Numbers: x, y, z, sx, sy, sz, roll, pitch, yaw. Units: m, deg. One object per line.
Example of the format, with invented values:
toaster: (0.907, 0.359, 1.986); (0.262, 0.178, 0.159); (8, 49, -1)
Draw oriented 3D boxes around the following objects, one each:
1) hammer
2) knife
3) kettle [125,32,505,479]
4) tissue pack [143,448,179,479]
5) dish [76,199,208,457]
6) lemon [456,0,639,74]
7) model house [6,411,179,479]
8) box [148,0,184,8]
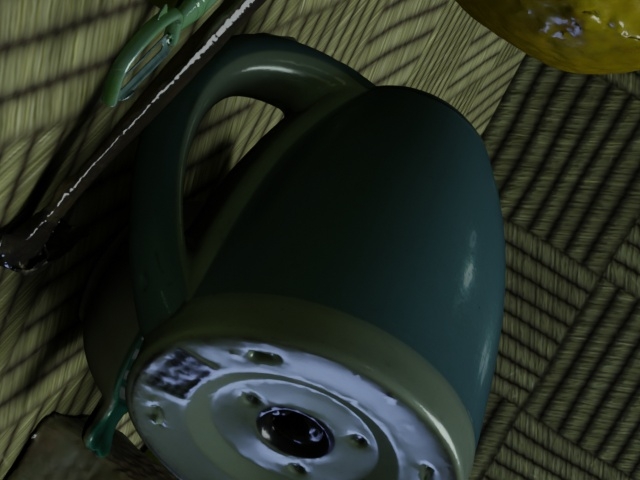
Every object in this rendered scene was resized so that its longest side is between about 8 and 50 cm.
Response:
hammer: (-0.112, -0.092, 1.116); (0.297, 0.027, 0.125); (-49, 171, 3)
knife: (-0.069, -0.162, 1.043); (0.212, 0.015, 0.054); (-50, 168, -36)
kettle: (0.000, 0.000, 1.245); (0.247, 0.319, 0.342); (-31, -151, 45)
tissue pack: (-0.159, 0.362, 1.911); (0.275, 0.200, 0.167); (-53, 170, -29)
dish: (-0.148, 0.052, 1.368); (0.246, 0.078, 0.224); (-58, 170, -12)
lemon: (0.239, -0.322, 1.445); (0.350, 0.349, 0.387); (-62, -166, 16)
model house: (-0.194, 0.352, 1.500); (0.298, 0.284, 0.243); (-58, 166, -2)
box: (-0.021, -0.264, 1.144); (0.173, 0.043, 0.311); (-63, 169, 27)
